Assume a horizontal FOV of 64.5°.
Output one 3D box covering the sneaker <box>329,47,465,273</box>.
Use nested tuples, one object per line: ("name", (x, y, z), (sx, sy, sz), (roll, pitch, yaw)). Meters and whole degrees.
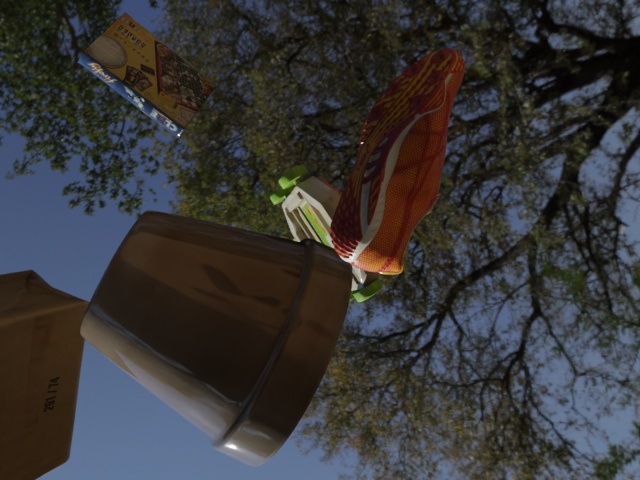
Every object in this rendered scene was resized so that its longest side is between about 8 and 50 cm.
("sneaker", (0.065, -0.059, 0.385), (0.067, 0.064, 0.175), (22, -86, -36))

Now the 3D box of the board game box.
("board game box", (-0.369, -0.361, 1.111), (0.243, 0.042, 0.165), (38, -129, -20))

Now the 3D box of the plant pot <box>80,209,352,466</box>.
("plant pot", (-0.155, 0.105, 0.711), (0.280, 0.323, 0.323), (26, -122, -11))

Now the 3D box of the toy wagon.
("toy wagon", (0.000, 0.000, 1.013), (0.068, 0.344, 0.267), (-33, -91, -16))

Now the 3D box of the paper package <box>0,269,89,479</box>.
("paper package", (-0.541, 0.238, 0.772), (0.309, 0.168, 0.324), (-14, -60, -60))
